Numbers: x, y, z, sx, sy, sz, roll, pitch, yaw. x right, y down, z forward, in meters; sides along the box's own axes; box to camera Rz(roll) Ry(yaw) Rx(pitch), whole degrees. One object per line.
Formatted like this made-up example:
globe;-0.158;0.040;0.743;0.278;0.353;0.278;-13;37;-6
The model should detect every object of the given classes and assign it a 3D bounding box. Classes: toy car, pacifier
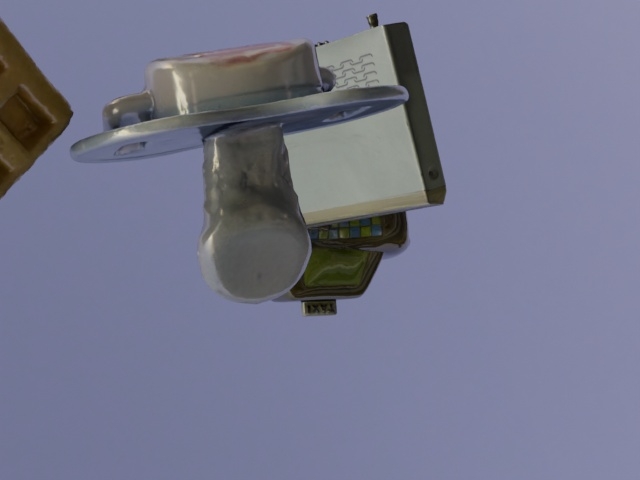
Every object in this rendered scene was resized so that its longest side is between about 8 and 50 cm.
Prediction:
toy car;0.000;0.000;1.650;0.248;0.204;0.198;-3;-94;-21
pacifier;-0.060;-0.052;1.036;0.279;0.227;0.207;-11;-93;-16

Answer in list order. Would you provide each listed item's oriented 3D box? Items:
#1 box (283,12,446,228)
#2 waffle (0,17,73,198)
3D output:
box;0.010;-0.119;1.358;0.045;0.270;0.210;-17;-86;-42
waffle;-0.325;-0.086;0.941;0.248;0.055;0.221;-52;-43;-17
